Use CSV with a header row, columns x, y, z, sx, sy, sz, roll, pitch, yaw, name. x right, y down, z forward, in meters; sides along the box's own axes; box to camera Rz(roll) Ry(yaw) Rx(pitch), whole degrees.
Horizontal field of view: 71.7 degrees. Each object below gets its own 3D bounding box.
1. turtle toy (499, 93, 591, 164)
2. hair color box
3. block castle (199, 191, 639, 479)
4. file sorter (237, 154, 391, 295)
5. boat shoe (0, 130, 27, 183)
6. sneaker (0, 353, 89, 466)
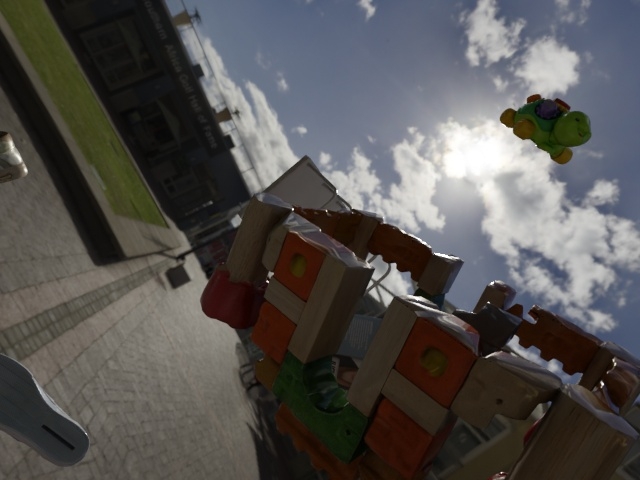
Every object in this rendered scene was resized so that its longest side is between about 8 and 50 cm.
x,y,z,sx,sy,sz,roll,pitch,yaw,name
0.307,-0.151,0.589,0.095,0.066,0.130,26,28,-16,turtle toy
0.097,0.270,1.041,0.185,0.375,0.113,94,7,-50,hair color box
0.096,0.131,0.519,0.453,0.303,0.212,33,-71,34,block castle
0.000,0.000,0.960,0.277,0.193,0.173,49,0,-40,file sorter
-0.673,-0.091,0.758,0.109,0.302,0.098,24,-44,37,boat shoe
-0.524,0.304,0.779,0.258,0.094,0.091,51,-44,-8,sneaker
